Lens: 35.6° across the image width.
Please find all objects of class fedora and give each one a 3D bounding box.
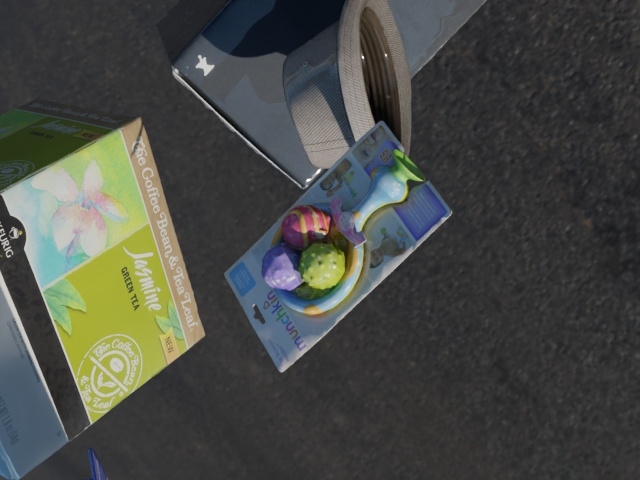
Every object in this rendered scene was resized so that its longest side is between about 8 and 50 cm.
[{"bbox_3d":[0.029,-0.191,1.281,0.124,0.275,0.243,-10,138,19],"label":"fedora"}]

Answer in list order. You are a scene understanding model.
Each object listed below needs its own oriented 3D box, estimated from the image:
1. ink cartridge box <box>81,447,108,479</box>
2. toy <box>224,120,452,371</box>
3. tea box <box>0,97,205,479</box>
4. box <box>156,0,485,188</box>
[{"bbox_3d":[-0.193,0.349,0.908,0.311,0.065,0.185,91,165,-46],"label":"ink cartridge box"},{"bbox_3d":[0.000,0.000,0.976,0.056,0.237,0.137,28,-156,-54],"label":"toy"},{"bbox_3d":[-0.357,0.045,1.217,0.220,0.323,0.329,14,129,38],"label":"tea box"},{"bbox_3d":[-0.006,-0.401,1.662,0.297,0.480,0.472,42,-173,-20],"label":"box"}]
